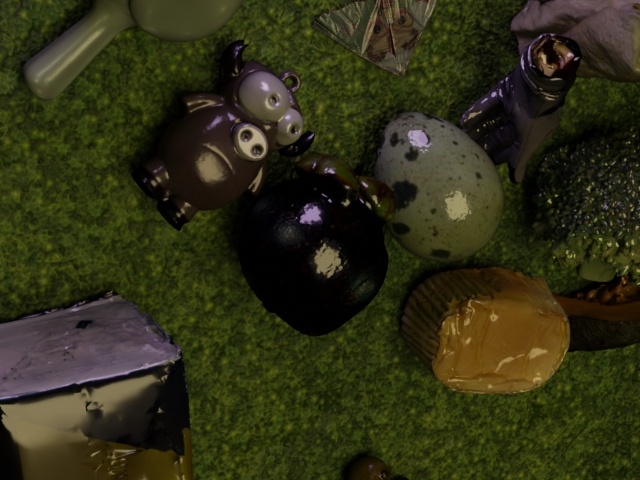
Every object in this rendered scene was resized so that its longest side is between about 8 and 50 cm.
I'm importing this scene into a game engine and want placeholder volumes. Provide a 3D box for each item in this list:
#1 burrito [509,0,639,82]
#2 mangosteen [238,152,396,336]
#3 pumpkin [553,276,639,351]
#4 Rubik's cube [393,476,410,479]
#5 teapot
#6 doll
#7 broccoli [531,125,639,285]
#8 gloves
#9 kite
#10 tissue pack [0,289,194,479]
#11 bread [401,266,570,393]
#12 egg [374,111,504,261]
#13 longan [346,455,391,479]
[{"bbox_3d":[0.416,-0.286,1.729,0.190,0.332,0.135,-2,103,-19],"label":"burrito"},{"bbox_3d":[0.000,0.000,1.687,0.243,0.243,0.243,-10,113,-24],"label":"mangosteen"},{"bbox_3d":[0.471,0.139,2.022,0.278,0.163,0.111,-19,116,-19],"label":"pumpkin"},{"bbox_3d":[0.100,0.609,1.919,0.318,0.316,0.313,-22,117,-20],"label":"Rubik's cube"},{"bbox_3d":[-0.206,-0.293,1.510,0.220,0.149,0.318,9,141,-38],"label":"teapot"},{"bbox_3d":[-0.123,-0.135,1.630,0.257,0.117,0.182,-39,117,-7],"label":"doll"},{"bbox_3d":[0.470,-0.045,1.921,0.288,0.235,0.260,14,103,6],"label":"broccoli"},{"bbox_3d":[0.287,-0.180,1.775,0.119,0.142,0.285,-7,157,-29],"label":"gloves"},{"bbox_3d":[0.085,-0.342,1.722,0.229,0.012,0.250,-28,119,-20],"label":"kite"},{"bbox_3d":[-0.312,0.307,1.622,0.264,0.253,0.416,-11,112,-24],"label":"tissue pack"},{"bbox_3d":[0.252,0.133,1.921,0.250,0.133,0.179,1,112,-23],"label":"bread"},{"bbox_3d":[0.162,-0.078,1.770,0.177,0.177,0.228,-33,107,-13],"label":"egg"},{"bbox_3d":[0.081,0.375,1.956,0.075,0.083,0.075,20,60,-38],"label":"longan"}]
